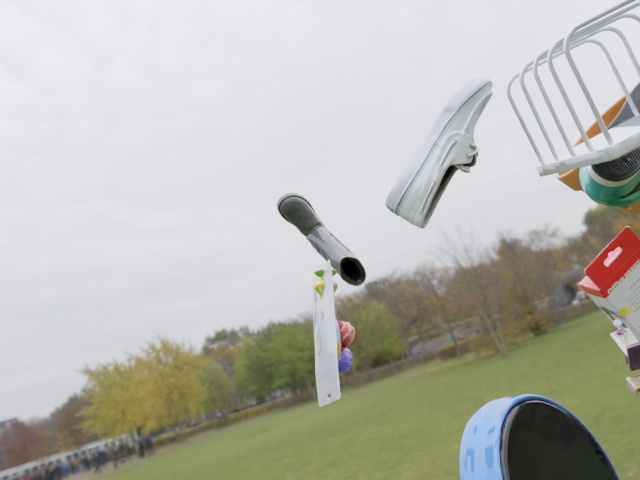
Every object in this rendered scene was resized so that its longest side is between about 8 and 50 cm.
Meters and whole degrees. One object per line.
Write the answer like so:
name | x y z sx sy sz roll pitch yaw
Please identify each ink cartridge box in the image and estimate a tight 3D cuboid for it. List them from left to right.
ink cartridge box | 0.613 0.091 1.433 0.134 0.231 0.078 -45 12 -4

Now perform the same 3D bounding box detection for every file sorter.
file sorter | 0.406 -0.219 1.036 0.193 0.173 0.278 -27 1 -1

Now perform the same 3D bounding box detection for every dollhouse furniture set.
dollhouse furniture set | 0.452 0.136 0.972 0.114 0.091 0.081 -19 29 5

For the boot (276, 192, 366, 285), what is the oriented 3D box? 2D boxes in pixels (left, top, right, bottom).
boot | 0.001 -0.002 1.609 0.076 0.208 0.190 -43 -52 9

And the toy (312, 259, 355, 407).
toy | 0.027 0.165 1.281 0.056 0.237 0.137 -2 -18 -15

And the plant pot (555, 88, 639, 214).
plant pot | 0.758 -0.203 1.789 0.291 0.203 0.291 -51 0 0

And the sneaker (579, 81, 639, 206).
sneaker | 0.567 -0.168 1.299 0.295 0.124 0.178 -43 -21 -15

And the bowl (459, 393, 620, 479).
bowl | 0.401 0.447 1.238 0.391 0.391 0.077 -7 -24 -47

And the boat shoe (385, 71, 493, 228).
boat shoe | 0.206 -0.137 1.143 0.258 0.084 0.095 -58 -19 15
